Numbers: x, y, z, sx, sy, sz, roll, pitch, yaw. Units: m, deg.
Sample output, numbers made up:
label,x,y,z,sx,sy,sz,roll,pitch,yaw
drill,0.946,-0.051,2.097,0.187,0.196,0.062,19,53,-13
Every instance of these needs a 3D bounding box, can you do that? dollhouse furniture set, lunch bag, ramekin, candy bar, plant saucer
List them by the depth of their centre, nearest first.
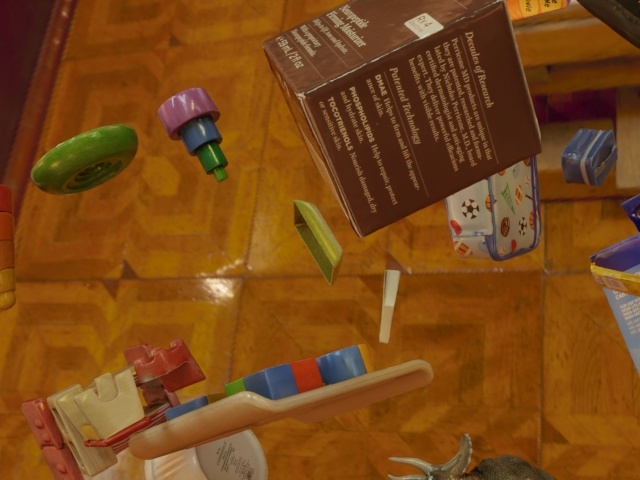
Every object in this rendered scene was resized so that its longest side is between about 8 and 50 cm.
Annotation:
label,x,y,z,sx,sy,sz,roll,pitch,yaw
candy bar,0.396,0.055,1.103,0.018,0.040,0.161,-43,23,-15
dollhouse furniture set,-0.268,0.246,1.252,0.201,0.374,0.152,-27,93,-31
lunch bag,0.440,-0.135,1.432,0.065,0.067,0.098,14,53,41
ramekin,-0.186,0.390,1.522,0.109,0.207,0.207,-38,56,28
lunch bag,0.336,-0.118,1.693,0.115,0.243,0.304,2,98,40
plant saucer,0.000,0.000,2.094,0.045,0.188,0.188,-28,76,-10

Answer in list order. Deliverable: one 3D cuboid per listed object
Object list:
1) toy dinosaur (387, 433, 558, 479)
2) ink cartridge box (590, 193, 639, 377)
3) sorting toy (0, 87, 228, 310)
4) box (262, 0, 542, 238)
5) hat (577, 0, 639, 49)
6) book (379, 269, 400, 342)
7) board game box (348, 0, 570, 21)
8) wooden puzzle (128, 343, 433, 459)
label,x,y,z,sx,sy,sz,roll,pitch,yaw
toy dinosaur,0.242,0.306,1.048,0.121,0.313,0.160,-57,41,18
ink cartridge box,0.647,0.095,1.511,0.270,0.151,0.396,-35,65,43
sorting toy,-0.261,-0.036,0.992,0.365,0.127,0.126,-27,82,-8
box,0.077,-0.143,0.875,0.203,0.167,0.168,-26,33,-2
hat,0.245,-0.247,0.416,0.331,0.331,0.134,-2,22,21
book,0.148,0.141,1.923,0.035,0.096,0.144,7,30,4
board game box,0.238,-0.573,1.538,0.356,0.357,0.356,-8,25,28
wooden puzzle,-0.060,0.226,1.290,0.322,0.347,0.081,-29,70,43
